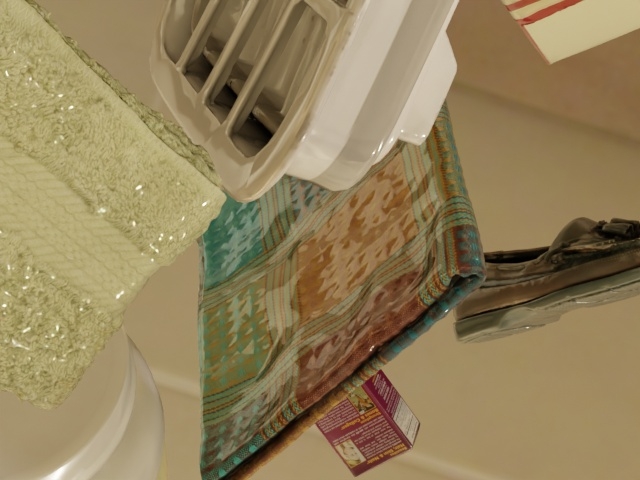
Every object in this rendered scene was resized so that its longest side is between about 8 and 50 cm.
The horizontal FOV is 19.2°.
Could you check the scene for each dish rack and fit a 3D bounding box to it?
[{"bbox_3d":[0.034,-0.185,0.826,0.332,0.072,0.285,-66,-160,12],"label":"dish rack"}]

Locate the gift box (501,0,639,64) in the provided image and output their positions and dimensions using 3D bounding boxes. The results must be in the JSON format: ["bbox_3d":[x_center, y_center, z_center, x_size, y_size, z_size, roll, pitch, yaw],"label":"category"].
[{"bbox_3d":[0.204,-0.258,1.125,0.255,0.258,0.276,27,42,-68],"label":"gift box"}]

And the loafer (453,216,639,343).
[{"bbox_3d":[0.201,0.020,1.581,0.267,0.096,0.084,-24,-104,47],"label":"loafer"}]

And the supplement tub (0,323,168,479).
[{"bbox_3d":[-0.220,0.174,1.298,0.324,0.235,0.235,92,12,-52],"label":"supplement tub"}]

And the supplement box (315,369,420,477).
[{"bbox_3d":[0.027,0.124,1.399,0.055,0.083,0.043,-30,-166,23],"label":"supplement box"}]

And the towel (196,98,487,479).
[{"bbox_3d":[0.000,0.000,1.438,0.271,0.040,0.370,-42,-155,20],"label":"towel"}]

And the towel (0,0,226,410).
[{"bbox_3d":[-0.101,-0.015,0.588,0.110,0.148,0.027,-51,-137,-4],"label":"towel"}]
